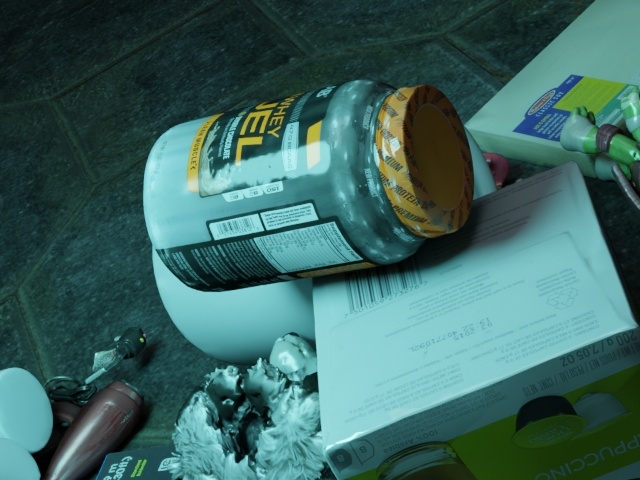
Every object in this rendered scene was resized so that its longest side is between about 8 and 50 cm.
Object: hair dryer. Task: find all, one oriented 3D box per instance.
[{"bbox_3d":[-0.356,0.274,2.171,0.224,0.080,0.293,-34,23,22],"label":"hair dryer"}]

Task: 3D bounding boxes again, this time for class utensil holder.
[{"bbox_3d":[0.000,0.000,1.959,0.385,0.327,0.327,-15,32,46],"label":"utensil holder"}]

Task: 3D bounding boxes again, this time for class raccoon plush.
[{"bbox_3d":[-0.038,0.331,1.768,0.216,0.299,0.446,2,79,24],"label":"raccoon plush"}]

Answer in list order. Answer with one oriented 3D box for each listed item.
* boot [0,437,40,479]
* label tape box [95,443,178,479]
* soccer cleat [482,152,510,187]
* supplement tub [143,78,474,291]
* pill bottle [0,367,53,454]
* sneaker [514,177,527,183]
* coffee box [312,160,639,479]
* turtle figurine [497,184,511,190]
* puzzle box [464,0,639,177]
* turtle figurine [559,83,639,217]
[{"bbox_3d":[-0.433,0.397,1.954,0.123,0.095,0.258,-64,30,29],"label":"boot"},{"bbox_3d":[-0.247,0.391,1.866,0.334,0.106,0.240,-12,35,24],"label":"label tape box"},{"bbox_3d":[0.173,-0.074,2.223,0.248,0.083,0.095,-30,27,3],"label":"soccer cleat"},{"bbox_3d":[-0.013,-0.062,1.608,0.338,0.207,0.207,-11,36,31],"label":"supplement tub"},{"bbox_3d":[-0.565,0.296,2.149,0.319,0.176,0.176,-20,33,24],"label":"pill bottle"},{"bbox_3d":[0.272,-0.033,2.104,0.075,0.057,0.161,-9,40,19],"label":"sneaker"},{"bbox_3d":[0.211,0.182,1.588,0.338,0.334,0.338,-22,30,10],"label":"coffee box"},{"bbox_3d":[0.257,0.035,1.981,0.269,0.087,0.217,-28,52,33],"label":"turtle figurine"},{"bbox_3d":[0.453,-0.265,2.295,0.409,0.052,0.272,-43,35,-21],"label":"puzzle box"},{"bbox_3d":[0.483,-0.148,1.984,0.198,0.274,0.266,-6,15,-32],"label":"turtle figurine"}]
